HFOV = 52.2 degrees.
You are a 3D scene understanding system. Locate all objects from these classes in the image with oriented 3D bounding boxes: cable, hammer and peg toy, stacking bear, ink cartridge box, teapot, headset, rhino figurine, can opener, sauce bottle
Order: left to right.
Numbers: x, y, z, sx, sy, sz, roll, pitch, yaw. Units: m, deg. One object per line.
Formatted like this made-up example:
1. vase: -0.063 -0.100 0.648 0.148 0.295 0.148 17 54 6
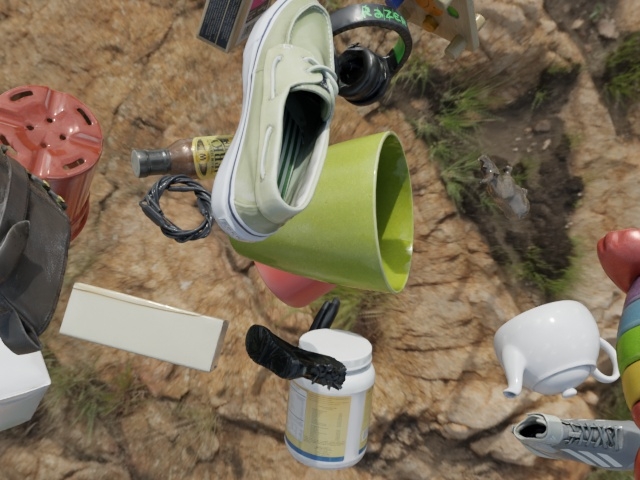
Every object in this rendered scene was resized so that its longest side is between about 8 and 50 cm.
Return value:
1. cable: -0.317 -0.073 1.512 0.184 0.047 0.150 38 57 14
2. sauce bottle: -0.299 -0.207 1.655 0.344 0.111 0.112 -12 91 -29
3. ink cartridge box: -0.173 -0.548 1.458 0.088 0.235 0.193 28 125 -1
4. can opener: 0.000 0.191 1.398 0.059 0.186 0.073 -16 121 26
5. headset: 0.032 -0.405 1.486 0.243 0.394 0.185 2 64 -34
6. hammer and peg toy: 0.238 -0.598 1.495 0.266 0.361 0.127 37 84 28
7. rhino figurine: 0.460 -0.138 1.653 0.243 0.073 0.106 39 41 -38
8. teapot: 0.535 0.266 1.486 0.256 0.252 0.187 -27 59 15
9. stacking bear: 0.376 0.144 0.652 0.164 0.175 0.289 44 51 -39

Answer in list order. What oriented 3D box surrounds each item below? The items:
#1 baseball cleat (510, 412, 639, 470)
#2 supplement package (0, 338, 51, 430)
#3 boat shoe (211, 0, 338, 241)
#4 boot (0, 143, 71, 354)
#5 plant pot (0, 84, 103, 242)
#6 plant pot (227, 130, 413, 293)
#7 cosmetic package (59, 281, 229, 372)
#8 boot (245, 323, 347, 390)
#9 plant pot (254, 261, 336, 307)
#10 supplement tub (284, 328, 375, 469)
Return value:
1. baseball cleat: 0.383 0.292 0.954 0.109 0.205 0.072 35 52 -42
2. supplement package: -0.490 0.103 0.839 0.175 0.177 0.293 -13 70 -38
3. boat shoe: -0.024 -0.136 0.666 0.109 0.094 0.302 32 58 -38
4. boot: -0.258 -0.071 0.461 0.091 0.229 0.263 -12 60 9
5. plant pot: -0.560 -0.145 1.275 0.272 0.265 0.273 16 57 -26
6. plant pot: -0.008 -0.044 1.155 0.293 0.274 0.275 -1 90 20
7. cosmetic package: -0.357 0.181 1.363 0.309 0.160 0.113 14 82 -2
8. boot: -0.030 0.151 0.839 0.099 0.121 0.045 18 95 -41
9. plant pot: 0.000 0.000 1.610 0.243 0.275 0.275 -24 92 25
10. supplement tub: 0.016 0.266 1.106 0.144 0.144 0.200 4 106 -5
